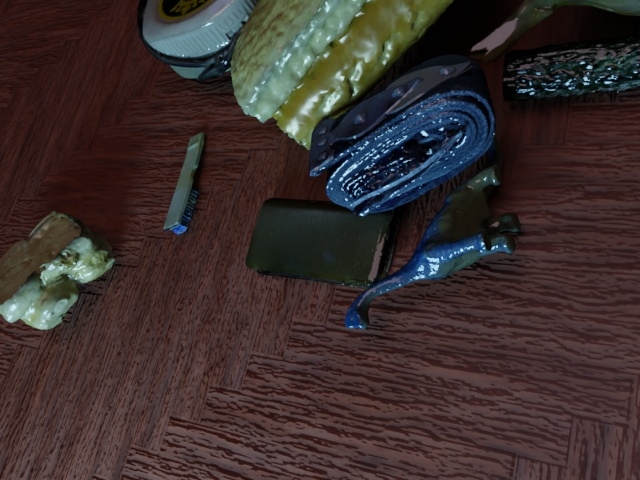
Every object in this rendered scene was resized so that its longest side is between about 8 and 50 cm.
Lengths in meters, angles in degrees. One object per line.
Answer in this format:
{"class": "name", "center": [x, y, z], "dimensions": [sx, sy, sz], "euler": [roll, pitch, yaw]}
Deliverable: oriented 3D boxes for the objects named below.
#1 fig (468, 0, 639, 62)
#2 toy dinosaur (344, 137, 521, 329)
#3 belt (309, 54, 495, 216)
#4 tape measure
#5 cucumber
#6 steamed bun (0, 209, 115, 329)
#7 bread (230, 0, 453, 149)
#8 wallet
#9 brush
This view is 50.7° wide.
{"class": "fig", "center": [0.297, -0.322, 0.695], "dimensions": [0.369, 0.286, 0.286], "euler": [-33, 56, 20]}
{"class": "toy dinosaur", "center": [0.129, -0.013, 0.778], "dimensions": [0.188, 0.075, 0.247], "euler": [-16, 44, 37]}
{"class": "belt", "center": [0.100, -0.110, 0.778], "dimensions": [0.218, 0.122, 0.128], "euler": [-31, 34, 25]}
{"class": "tape measure", "center": [-0.185, -0.353, 1.077], "dimensions": [0.271, 0.133, 0.231], "euler": [-1, 61, 31]}
{"class": "cucumber", "center": [0.346, -0.196, 0.736], "dimensions": [0.294, 0.067, 0.067], "euler": [-1, 68, 28]}
{"class": "steamed bun", "center": [-0.414, 0.049, 1.039], "dimensions": [0.192, 0.106, 0.177], "euler": [22, 67, 48]}
{"class": "bread", "center": [0.047, -0.319, 0.837], "dimensions": [0.375, 0.165, 0.236], "euler": [-43, 33, 30]}
{"class": "wallet", "center": [0.000, 0.000, 0.866], "dimensions": [0.198, 0.031, 0.110], "euler": [6, 72, 31]}
{"class": "brush", "center": [-0.198, -0.088, 1.024], "dimensions": [0.033, 0.030, 0.178], "euler": [-21, 48, 39]}
